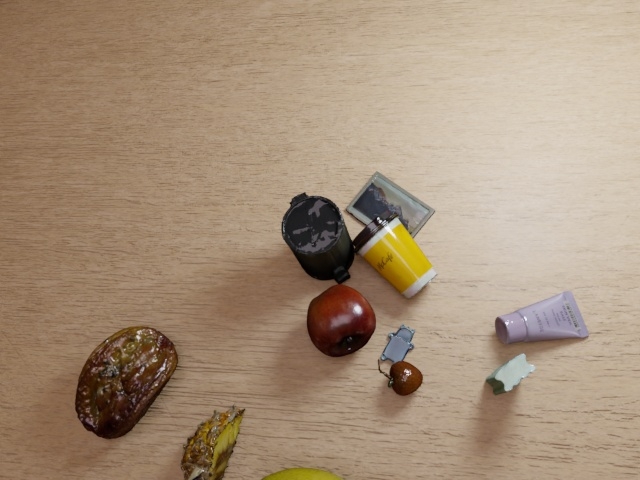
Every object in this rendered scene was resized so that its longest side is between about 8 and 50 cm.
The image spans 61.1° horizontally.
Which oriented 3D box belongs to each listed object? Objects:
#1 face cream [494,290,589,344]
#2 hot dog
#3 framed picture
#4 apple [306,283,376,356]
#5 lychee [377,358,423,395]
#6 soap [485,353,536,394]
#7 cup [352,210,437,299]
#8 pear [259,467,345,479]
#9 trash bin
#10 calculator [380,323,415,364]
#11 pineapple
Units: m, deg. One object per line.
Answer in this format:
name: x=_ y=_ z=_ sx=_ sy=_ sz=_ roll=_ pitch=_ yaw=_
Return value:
face cream: x=0.695 y=0.257 z=1.709 sx=0.273 sy=0.096 sz=0.154 roll=-12 pitch=66 yaw=-8
hot dog: x=-0.657 y=0.471 z=1.818 sx=0.266 sy=0.174 sz=0.388 roll=33 pitch=79 yaw=16
framed picture: x=0.248 y=-0.108 z=1.943 sx=0.265 sy=0.018 sz=0.192 roll=36 pitch=82 yaw=19
apple: x=0.061 y=0.260 z=1.748 sx=0.233 sy=0.234 sz=0.234 roll=-3 pitch=71 yaw=9
lychee: x=0.252 y=0.428 z=1.710 sx=0.140 sy=0.101 sz=0.115 roll=3 pitch=90 yaw=12
soap: x=0.560 y=0.401 z=1.615 sx=0.114 sy=0.198 sz=0.063 roll=-36 pitch=70 yaw=-6
cup: x=0.247 y=0.050 z=1.800 sx=0.196 sy=0.196 sz=0.280 roll=-39 pitch=81 yaw=-5
pear: x=-0.041 y=0.820 z=1.500 sx=0.417 sy=0.362 sz=0.363 roll=13 pitch=72 yaw=-14
trash bin: x=0.000 y=0.000 z=1.796 sx=0.202 sy=0.301 sz=0.252 roll=-30 pitch=68 yaw=-2
calculator: x=0.258 y=0.344 z=1.784 sx=0.094 sy=0.019 sz=0.141 roll=28 pitch=77 yaw=17
pineapple: x=-0.376 y=0.670 z=1.708 sx=0.161 sy=0.158 sz=0.335 roll=15 pitch=75 yaw=15
